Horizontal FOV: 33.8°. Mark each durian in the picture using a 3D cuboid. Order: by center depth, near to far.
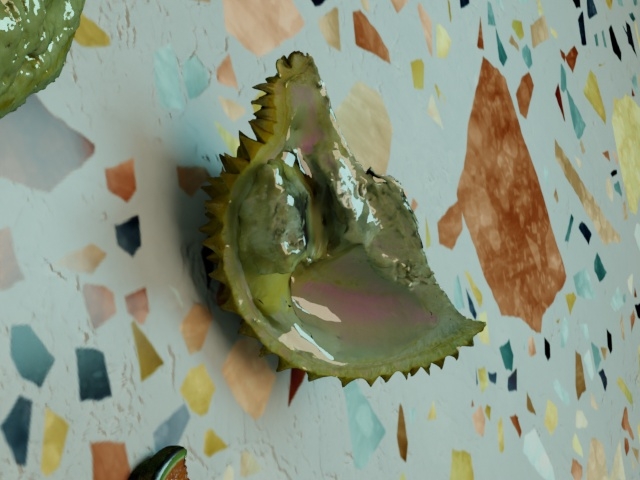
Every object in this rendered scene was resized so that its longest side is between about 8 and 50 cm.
[{"bbox_3d":[0.000,0.000,0.877,0.172,0.166,0.306,-49,122,-47],"label":"durian"}]

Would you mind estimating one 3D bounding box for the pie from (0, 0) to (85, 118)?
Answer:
[{"bbox_3d":[-0.232,-0.164,0.635,0.201,0.090,0.248,62,33,-22],"label":"pie"}]

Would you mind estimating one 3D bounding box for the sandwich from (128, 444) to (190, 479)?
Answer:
[{"bbox_3d":[-0.118,0.207,0.773,0.069,0.026,0.101,-16,99,-61],"label":"sandwich"}]
